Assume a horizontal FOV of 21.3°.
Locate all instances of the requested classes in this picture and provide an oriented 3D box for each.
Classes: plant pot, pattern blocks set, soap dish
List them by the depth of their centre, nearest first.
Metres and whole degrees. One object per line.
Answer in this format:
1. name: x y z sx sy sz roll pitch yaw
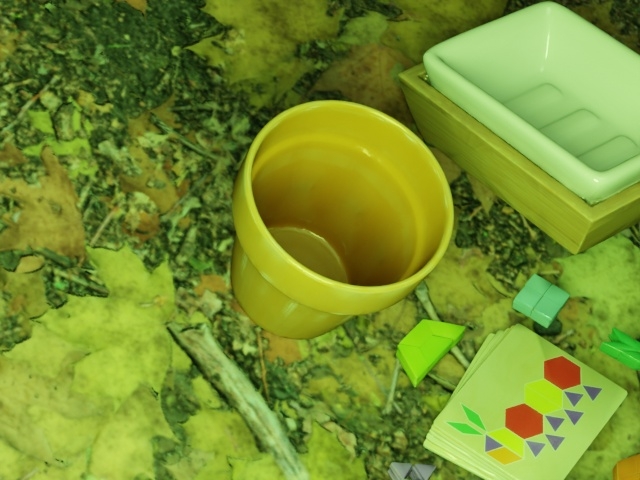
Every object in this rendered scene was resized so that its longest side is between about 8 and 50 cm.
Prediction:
1. plant pot: 0.000 0.000 1.638 0.205 0.188 0.205 9 59 -16
2. pattern blocks set: 0.201 0.174 1.681 0.285 0.026 0.325 40 54 21
3. soap dish: 0.258 -0.121 1.803 0.229 0.118 0.291 -26 51 -32
